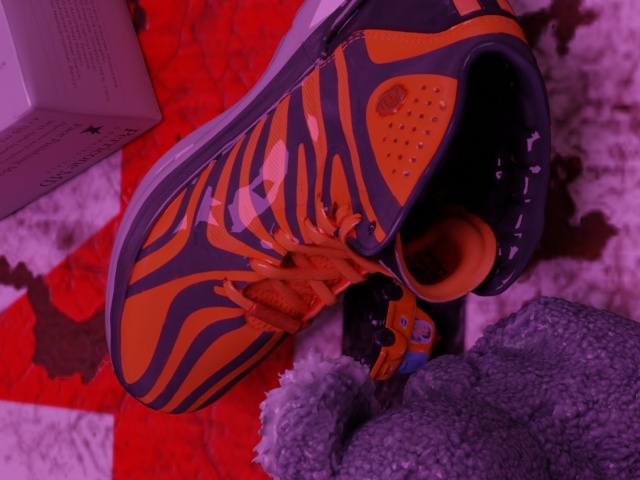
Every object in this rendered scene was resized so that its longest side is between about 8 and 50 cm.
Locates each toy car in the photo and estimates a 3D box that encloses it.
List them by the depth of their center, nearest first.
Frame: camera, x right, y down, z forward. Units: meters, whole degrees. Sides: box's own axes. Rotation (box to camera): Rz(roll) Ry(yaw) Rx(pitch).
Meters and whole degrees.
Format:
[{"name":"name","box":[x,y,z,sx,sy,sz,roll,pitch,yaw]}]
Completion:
[{"name":"toy car","box":[0.036,0.083,1.122,0.040,0.060,0.122,16,125,-6]}]

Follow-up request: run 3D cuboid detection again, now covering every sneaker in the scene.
[{"name":"sneaker","box":[0.000,0.000,1.049,0.321,0.124,0.180,-56,37,21]}]

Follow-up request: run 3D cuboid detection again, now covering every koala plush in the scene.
[{"name":"koala plush","box":[0.070,0.123,0.957,0.196,0.221,0.203,49,113,23]}]

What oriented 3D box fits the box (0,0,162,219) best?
[{"name":"box","box":[-0.222,-0.123,1.263,0.181,0.119,0.182,-28,73,35]}]
